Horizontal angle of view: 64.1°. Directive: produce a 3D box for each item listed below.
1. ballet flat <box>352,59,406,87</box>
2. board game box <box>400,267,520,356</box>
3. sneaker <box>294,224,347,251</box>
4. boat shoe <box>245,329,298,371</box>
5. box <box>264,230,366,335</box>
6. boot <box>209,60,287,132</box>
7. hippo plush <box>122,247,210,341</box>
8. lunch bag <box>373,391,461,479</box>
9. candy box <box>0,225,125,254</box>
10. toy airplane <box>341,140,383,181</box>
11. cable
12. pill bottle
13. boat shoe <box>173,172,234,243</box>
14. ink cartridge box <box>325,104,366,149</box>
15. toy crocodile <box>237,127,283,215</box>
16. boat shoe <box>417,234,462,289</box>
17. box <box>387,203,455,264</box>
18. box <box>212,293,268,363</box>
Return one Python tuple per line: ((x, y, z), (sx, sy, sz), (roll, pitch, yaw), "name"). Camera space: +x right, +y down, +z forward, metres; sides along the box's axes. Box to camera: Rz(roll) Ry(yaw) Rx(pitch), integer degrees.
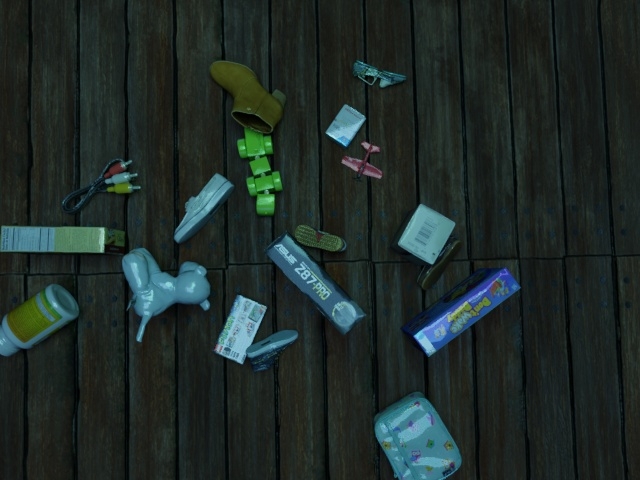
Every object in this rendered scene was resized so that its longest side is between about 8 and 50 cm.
((0.199, -0.562, 1.760), (0.188, 0.070, 0.070), (19, 86, 2), "ballet flat")
((0.432, 0.219, 1.625), (0.347, 0.233, 0.078), (-36, 87, -2), "board game box")
((0.000, 0.000, 1.718), (0.185, 0.084, 0.070), (21, 89, 26), "sneaker")
((-0.154, 0.364, 1.697), (0.183, 0.065, 0.083), (-21, 114, -14), "boat shoe")
((-0.018, 0.122, 1.542), (0.097, 0.395, 0.318), (-41, 88, -2), "box")
((-0.259, -0.470, 1.669), (0.295, 0.104, 0.211), (25, 43, -4), "boot")
((-0.474, 0.124, 1.607), (0.236, 0.294, 0.234), (-13, 109, -9), "hippo plush")
((0.309, 0.660, 1.658), (0.224, 0.108, 0.279), (-29, 88, -3), "lunch bag")
((-0.817, 0.002, 1.641), (0.316, 0.183, 0.088), (0, 86, -1), "candy box")
((0.155, -0.273, 1.751), (0.151, 0.028, 0.151), (0, 86, 0), "toy airplane")
((-0.745, -0.190, 1.710), (0.287, 0.072, 0.139), (-19, 82, -2), "cable")
((-0.924, 0.261, 1.647), (0.245, 0.136, 0.136), (-35, 88, -3), "pill bottle")
((-0.404, -0.111, 1.701), (0.088, 0.096, 0.267), (40, 86, 5), "boat shoe")
((0.085, -0.387, 1.745), (0.088, 0.052, 0.122), (34, 88, 1), "ink cartridge box")
((-0.201, -0.250, 1.716), (0.115, 0.105, 0.341), (-13, 82, -1), "toy crocodile")
((0.389, 0.070, 1.720), (0.073, 0.073, 0.207), (35, 82, 39), "boat shoe")
((0.316, -0.013, 1.636), (0.126, 0.232, 0.149), (30, 86, 1), "box")
((-0.267, 0.294, 1.706), (0.114, 0.036, 0.207), (24, 87, 1), "box")
